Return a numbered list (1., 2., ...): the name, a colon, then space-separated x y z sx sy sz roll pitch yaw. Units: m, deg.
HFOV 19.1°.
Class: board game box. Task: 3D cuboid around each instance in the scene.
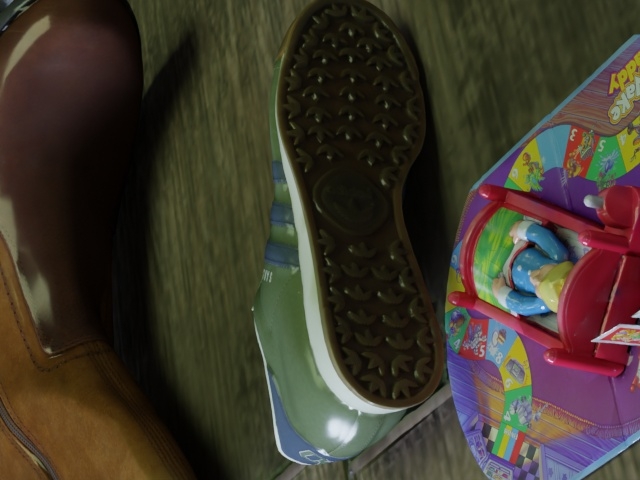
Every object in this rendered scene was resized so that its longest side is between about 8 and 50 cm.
1. board game box: 0.079 0.008 0.643 0.168 0.033 0.133 -44 45 44

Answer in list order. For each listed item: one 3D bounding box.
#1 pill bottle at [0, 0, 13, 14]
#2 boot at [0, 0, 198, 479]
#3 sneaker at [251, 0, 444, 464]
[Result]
1. pill bottle: -0.235 -0.204 1.162 0.121 0.121 0.221 -17 66 57
2. boot: -0.115 0.045 0.898 0.264 0.096 0.280 -63 34 25
3. sneaker: 0.000 0.000 0.747 0.086 0.064 0.192 125 148 -48
